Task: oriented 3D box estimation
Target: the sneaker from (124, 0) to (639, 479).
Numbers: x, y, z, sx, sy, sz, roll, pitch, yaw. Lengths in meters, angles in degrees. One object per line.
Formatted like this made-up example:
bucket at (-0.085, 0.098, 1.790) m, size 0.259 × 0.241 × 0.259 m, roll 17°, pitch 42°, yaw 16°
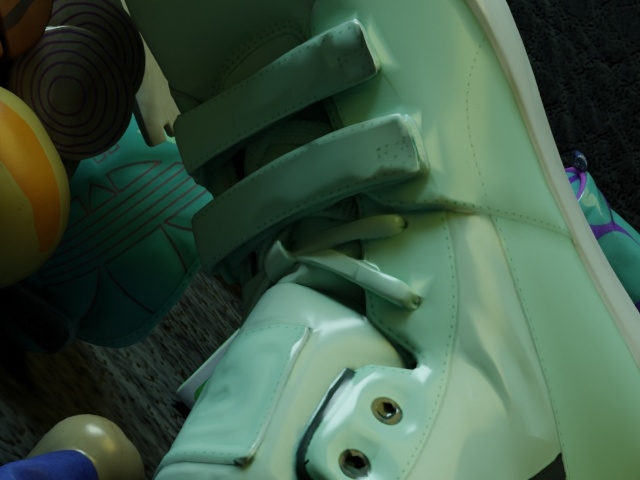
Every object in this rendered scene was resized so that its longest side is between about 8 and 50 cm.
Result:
sneaker at (-0.005, -0.002, 0.453) m, size 0.256 × 0.094 × 0.151 m, roll 57°, pitch 38°, yaw 1°

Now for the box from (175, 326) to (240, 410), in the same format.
box at (0.082, 0.098, 0.823) m, size 0.231 × 0.127 × 0.262 m, roll 46°, pitch 7°, yaw 5°

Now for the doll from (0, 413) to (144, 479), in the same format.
doll at (-0.064, 0.085, 0.367) m, size 0.129 × 0.046 × 0.189 m, roll 57°, pitch 6°, yaw -4°

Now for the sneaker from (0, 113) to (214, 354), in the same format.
sneaker at (-0.113, -0.041, 0.565) m, size 0.178 × 0.124 × 0.295 m, roll 36°, pitch 5°, yaw 4°

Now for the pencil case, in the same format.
pencil case at (0.157, 0.029, 0.918) m, size 0.151 × 0.064 × 0.070 m, roll 45°, pitch 18°, yaw -16°

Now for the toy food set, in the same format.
toy food set at (-0.094, -0.055, 0.466) m, size 0.192 × 0.038 × 0.132 m, roll -36°, pitch 112°, yaw -50°
